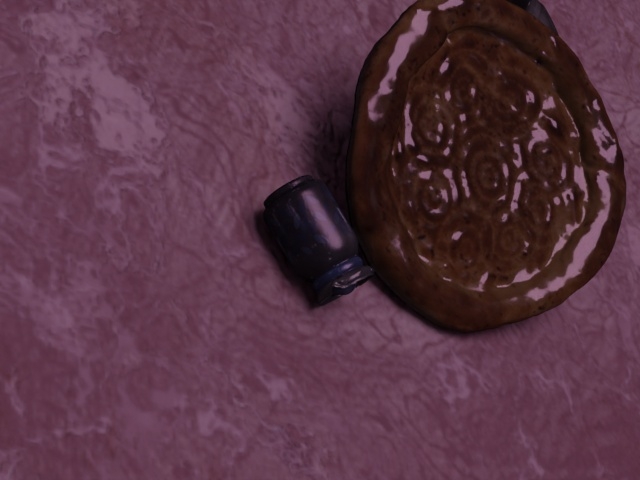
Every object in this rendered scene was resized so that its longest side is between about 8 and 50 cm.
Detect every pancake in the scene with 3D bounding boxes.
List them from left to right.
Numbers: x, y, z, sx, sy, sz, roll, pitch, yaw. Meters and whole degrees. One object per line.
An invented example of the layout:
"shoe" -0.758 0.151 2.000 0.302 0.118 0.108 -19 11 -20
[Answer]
"pancake" 0.120 -0.054 1.151 0.250 0.031 0.250 1 88 -31

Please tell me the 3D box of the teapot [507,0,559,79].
"teapot" 0.140 -0.129 1.268 0.111 0.149 0.108 -43 110 -12

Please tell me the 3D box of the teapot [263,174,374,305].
"teapot" -0.004 0.002 1.075 0.049 0.063 0.083 -28 83 -16
